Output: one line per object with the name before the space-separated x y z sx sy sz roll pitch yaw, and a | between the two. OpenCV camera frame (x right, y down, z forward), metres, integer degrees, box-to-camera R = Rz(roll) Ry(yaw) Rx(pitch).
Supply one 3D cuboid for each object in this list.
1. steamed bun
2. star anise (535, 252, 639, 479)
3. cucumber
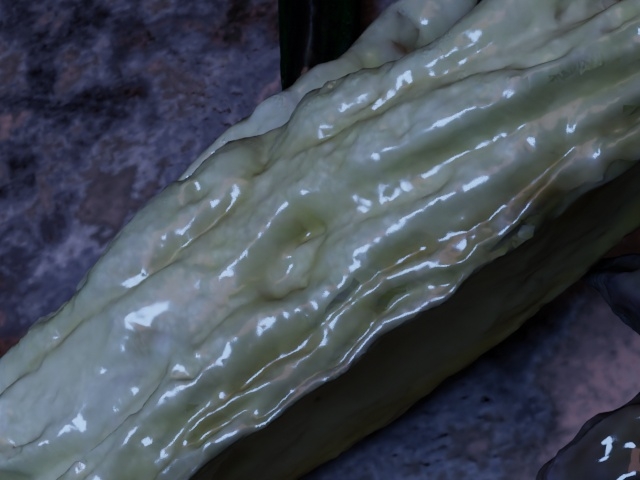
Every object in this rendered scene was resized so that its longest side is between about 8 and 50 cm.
steamed bun | 0.000 0.000 0.934 0.428 0.247 0.189 -39 68 14
star anise | 0.244 0.060 0.870 0.315 0.108 0.315 -10 66 22
cucumber | 0.004 -0.184 1.146 0.056 0.056 0.284 -4 56 18
